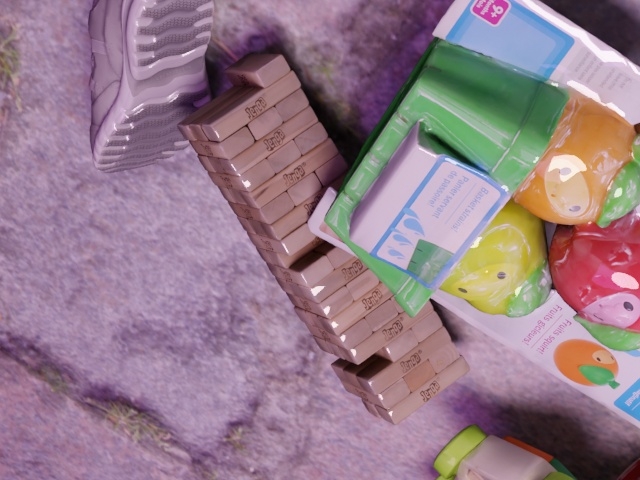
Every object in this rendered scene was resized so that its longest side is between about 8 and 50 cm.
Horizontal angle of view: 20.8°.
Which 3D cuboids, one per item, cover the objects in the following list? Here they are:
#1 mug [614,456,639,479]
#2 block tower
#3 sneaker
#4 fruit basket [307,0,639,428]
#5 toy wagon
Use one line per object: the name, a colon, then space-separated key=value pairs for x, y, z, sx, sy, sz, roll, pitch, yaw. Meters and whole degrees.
mug: x=0.319 y=0.280 z=1.535 sx=0.169 sy=0.113 sz=0.150 roll=46 pitch=112 yaw=0
block tower: x=0.000 y=0.000 z=1.535 sx=0.335 sy=0.097 sz=0.091 roll=60 pitch=163 yaw=-17
sneaker: x=-0.156 y=-0.169 z=1.554 sx=0.115 sy=0.105 sz=0.281 roll=63 pitch=150 yaw=28
fruit basket: x=0.193 y=-0.006 z=1.365 sx=0.353 sy=0.165 sz=0.327 roll=36 pitch=137 yaw=1
toy wagon: x=0.213 y=0.276 z=1.550 sx=0.267 sy=0.068 sz=0.344 roll=44 pitch=160 yaw=16
